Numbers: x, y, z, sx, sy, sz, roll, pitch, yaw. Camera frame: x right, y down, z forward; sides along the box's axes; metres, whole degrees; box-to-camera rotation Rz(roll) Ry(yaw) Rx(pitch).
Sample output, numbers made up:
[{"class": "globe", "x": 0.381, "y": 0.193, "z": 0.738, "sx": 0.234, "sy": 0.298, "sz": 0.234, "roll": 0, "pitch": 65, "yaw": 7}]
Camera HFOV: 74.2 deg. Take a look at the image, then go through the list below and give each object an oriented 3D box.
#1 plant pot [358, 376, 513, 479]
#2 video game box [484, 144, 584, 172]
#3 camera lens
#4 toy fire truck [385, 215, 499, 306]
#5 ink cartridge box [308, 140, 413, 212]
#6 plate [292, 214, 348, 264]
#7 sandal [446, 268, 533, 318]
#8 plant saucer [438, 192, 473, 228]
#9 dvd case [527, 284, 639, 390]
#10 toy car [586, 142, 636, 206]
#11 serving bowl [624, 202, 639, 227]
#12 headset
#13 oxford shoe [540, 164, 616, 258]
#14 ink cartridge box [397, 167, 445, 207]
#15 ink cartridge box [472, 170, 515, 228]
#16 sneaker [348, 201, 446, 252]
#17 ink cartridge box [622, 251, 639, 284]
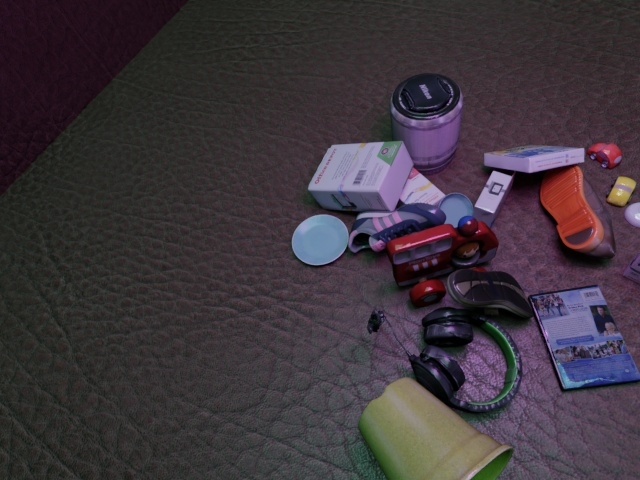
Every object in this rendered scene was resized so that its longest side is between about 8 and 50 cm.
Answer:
[{"class": "plant pot", "x": 0.228, "y": 0.457, "z": 0.937, "sx": 0.276, "sy": 0.276, "sz": 0.254, "roll": -38, "pitch": 48, "yaw": -10}, {"class": "video game box", "x": 0.634, "y": -0.249, "z": 1.270, "sx": 0.186, "sy": 0.048, "sz": 0.205, "roll": -10, "pitch": 18, "yaw": -14}, {"class": "camera lens", "x": 0.339, "y": -0.374, "z": 1.367, "sx": 0.219, "sy": 0.274, "sz": 0.220, "roll": -6, "pitch": 59, "yaw": 10}, {"class": "toy fire truck", "x": 0.332, "y": 0.038, "z": 1.140, "sx": 0.301, "sy": 0.254, "sz": 0.170, "roll": -16, "pitch": 58, "yaw": 3}, {"class": "ink cartridge box", "x": 0.127, "y": -0.204, "z": 1.363, "sx": 0.278, "sy": 0.117, "sz": 0.202, "roll": 7, "pitch": 60, "yaw": 39}, {"class": "plate", "x": 0.000, "y": 0.000, "z": 1.375, "sx": 0.188, "sy": 0.024, "sz": 0.188, "roll": -6, "pitch": 58, "yaw": 10}, {"class": "sandal", "x": 0.430, "y": 0.141, "z": 1.092, "sx": 0.302, "sy": 0.086, "sz": 0.120, "roll": 14, "pitch": 49, "yaw": -25}, {"class": "plant saucer", "x": 0.412, "y": -0.086, "z": 1.303, "sx": 0.119, "sy": 0.021, "sz": 0.120, "roll": 0, "pitch": 91, "yaw": -12}, {"class": "dvd case", "x": 0.665, "y": 0.243, "z": 1.081, "sx": 0.180, "sy": 0.022, "sz": 0.253, "roll": -10, "pitch": 59, "yaw": 8}, {"class": "toy car", "x": 0.954, "y": -0.219, "z": 1.265, "sx": 0.224, "sy": 0.053, "sz": 0.239, "roll": -5, "pitch": 60, "yaw": 10}, {"class": "serving bowl", "x": 0.919, "y": -0.076, "z": 1.205, "sx": 0.083, "sy": 0.027, "sz": 0.084, "roll": -5, "pitch": 60, "yaw": 9}, {"class": "headset", "x": 0.307, "y": 0.267, "z": 1.054, "sx": 0.393, "sy": 0.185, "sz": 0.244, "roll": 18, "pitch": 65, "yaw": 9}, {"class": "oxford shoe", "x": 0.744, "y": -0.096, "z": 1.225, "sx": 0.132, "sy": 0.130, "sz": 0.364, "roll": 24, "pitch": 50, "yaw": -18}, {"class": "ink cartridge box", "x": 0.317, "y": -0.131, "z": 1.352, "sx": 0.115, "sy": 0.067, "sz": 0.198, "roll": -35, "pitch": 59, "yaw": -9}, {"class": "ink cartridge box", "x": 0.526, "y": -0.132, "z": 1.284, "sx": 0.060, "sy": 0.104, "sz": 0.180, "roll": 24, "pitch": 68, "yaw": 25}, {"class": "sneaker", "x": 0.213, "y": -0.021, "z": 1.229, "sx": 0.318, "sy": 0.112, "sz": 0.131, "roll": -10, "pitch": 44, "yaw": 50}, {"class": "ink cartridge box", "x": 0.853, "y": 0.070, "z": 1.072, "sx": 0.099, "sy": 0.135, "sz": 0.056, "roll": 34, "pitch": 75, "yaw": 28}]
